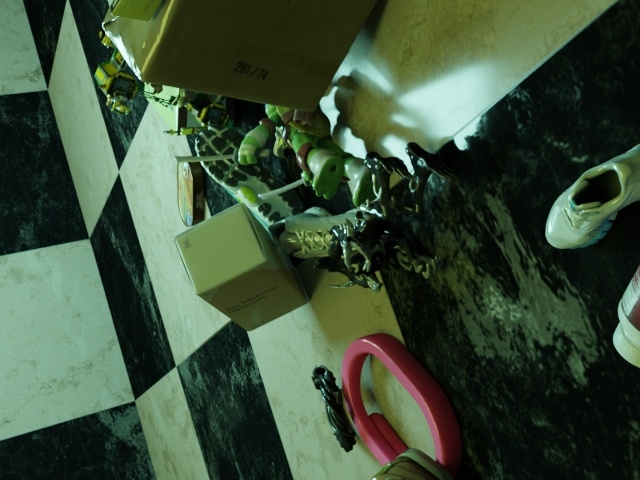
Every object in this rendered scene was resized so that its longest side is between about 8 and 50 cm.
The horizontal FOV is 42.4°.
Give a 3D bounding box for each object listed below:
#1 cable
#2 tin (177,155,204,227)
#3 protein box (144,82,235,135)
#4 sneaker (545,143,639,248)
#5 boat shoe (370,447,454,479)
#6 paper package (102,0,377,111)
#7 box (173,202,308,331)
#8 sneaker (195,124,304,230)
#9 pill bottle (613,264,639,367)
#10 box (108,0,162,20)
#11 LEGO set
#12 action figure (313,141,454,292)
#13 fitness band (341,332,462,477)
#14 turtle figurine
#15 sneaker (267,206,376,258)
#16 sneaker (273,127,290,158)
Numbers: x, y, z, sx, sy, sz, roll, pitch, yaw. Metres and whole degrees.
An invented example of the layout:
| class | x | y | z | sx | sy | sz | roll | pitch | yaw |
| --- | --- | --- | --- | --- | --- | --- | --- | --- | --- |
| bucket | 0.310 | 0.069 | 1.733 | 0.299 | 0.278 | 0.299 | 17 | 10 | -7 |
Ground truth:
| class | x | y | z | sx | sy | sz | roll | pitch | yaw |
| --- | --- | --- | --- | --- | --- | --- | --- | --- | --- |
| cable | 0.033 | 0.319 | 1.536 | 0.184 | 0.047 | 0.151 | 78 | 167 | -54 |
| tin | -0.329 | -0.124 | 2.085 | 0.106 | 0.040 | 0.190 | 41 | 136 | 43 |
| protein box | -0.282 | -0.367 | 1.785 | 0.200 | 0.135 | 0.201 | 48 | 140 | 42 |
| sneaker | 0.292 | -0.044 | 0.903 | 0.071 | 0.082 | 0.191 | 65 | 151 | 19 |
| boat shoe | 0.199 | 0.426 | 1.203 | 0.307 | 0.104 | 0.111 | 23 | 126 | 43 |
| paper package | -0.102 | -0.363 | 1.184 | 0.309 | 0.324 | 0.168 | -57 | 50 | 32 |
| box | -0.139 | 0.058 | 1.534 | 0.121 | 0.148 | 0.311 | 65 | -175 | 21 |
| sneaker | -0.149 | -0.107 | 1.624 | 0.275 | 0.107 | 0.110 | 49 | 159 | 6 |
| pill bottle | 0.353 | 0.057 | 0.825 | 0.086 | 0.086 | 0.152 | 52 | 144 | 39 |
| box | -0.256 | -0.406 | 1.070 | 0.087 | 0.058 | 0.232 | -37 | 63 | 44 |
| LEGO set | -0.245 | -0.307 | 1.567 | 0.255 | 0.331 | 0.192 | -54 | 47 | 14 |
| action figure | 0.091 | -0.002 | 1.221 | 0.141 | 0.164 | 0.276 | 59 | 142 | 40 |
| fitness band | 0.128 | 0.285 | 1.380 | 0.291 | 0.054 | 0.209 | 45 | 139 | 44 |
| turtle figurine | -0.043 | -0.120 | 1.385 | 0.266 | 0.274 | 0.198 | 40 | 169 | 44 |
| sneaker | 0.000 | 0.000 | 1.426 | 0.262 | 0.121 | 0.099 | 5 | 106 | 61 |
| sneaker | -0.067 | -0.193 | 1.576 | 0.035 | 0.031 | 0.083 | 36 | 137 | 34 |
